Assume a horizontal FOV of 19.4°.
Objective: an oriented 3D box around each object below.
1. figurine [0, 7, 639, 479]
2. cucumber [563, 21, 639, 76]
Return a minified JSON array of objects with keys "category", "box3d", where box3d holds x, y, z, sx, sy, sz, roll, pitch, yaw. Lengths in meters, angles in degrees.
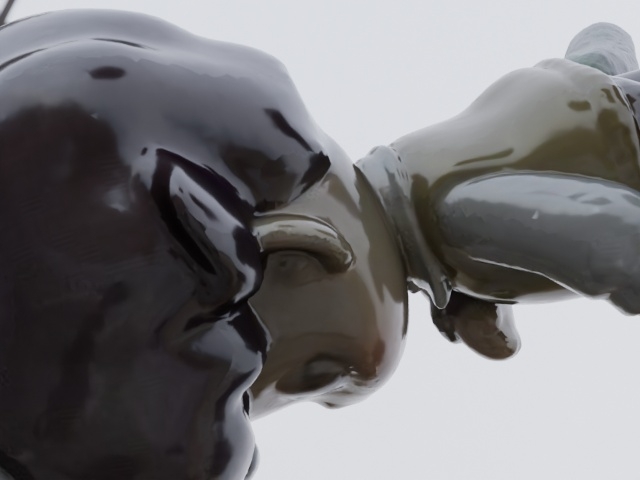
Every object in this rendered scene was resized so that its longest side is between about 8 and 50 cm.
[{"category":"figurine","box3d":[0.005,0.017,0.738,0.364,0.218,0.206,1,-69,-15]},{"category":"cucumber","box3d":[0.181,-0.109,1.219,0.056,0.284,0.056,2,-79,11]}]
